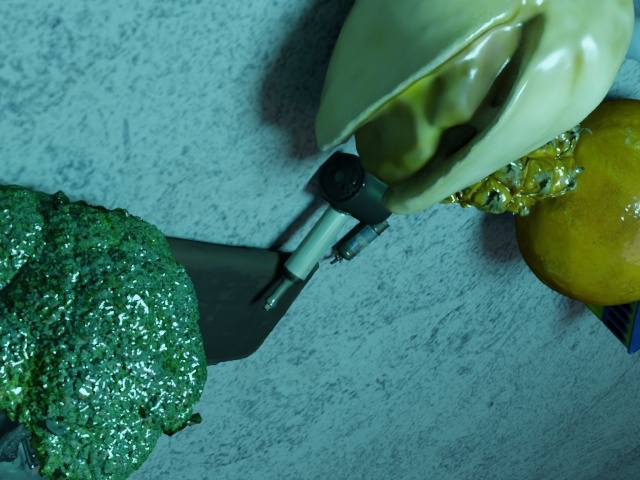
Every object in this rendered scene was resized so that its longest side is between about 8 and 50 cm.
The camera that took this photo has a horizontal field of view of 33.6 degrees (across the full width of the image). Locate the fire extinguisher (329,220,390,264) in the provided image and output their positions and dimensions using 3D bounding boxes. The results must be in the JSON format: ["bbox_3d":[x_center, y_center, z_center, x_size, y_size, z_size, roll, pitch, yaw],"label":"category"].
[{"bbox_3d":[0.045,0.001,1.266,0.083,0.025,0.038,-42,173,4],"label":"fire extinguisher"}]

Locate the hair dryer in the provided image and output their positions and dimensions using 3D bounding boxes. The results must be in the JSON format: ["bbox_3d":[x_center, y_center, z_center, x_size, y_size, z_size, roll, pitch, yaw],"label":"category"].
[{"bbox_3d":[0.000,0.000,1.163,0.198,0.057,0.100,-51,148,4],"label":"hair dryer"}]

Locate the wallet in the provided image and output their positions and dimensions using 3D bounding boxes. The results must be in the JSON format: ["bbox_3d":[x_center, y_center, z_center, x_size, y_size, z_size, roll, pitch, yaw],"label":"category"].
[{"bbox_3d":[-0.140,0.066,1.133,0.309,0.042,0.165,6,126,-52],"label":"wallet"}]

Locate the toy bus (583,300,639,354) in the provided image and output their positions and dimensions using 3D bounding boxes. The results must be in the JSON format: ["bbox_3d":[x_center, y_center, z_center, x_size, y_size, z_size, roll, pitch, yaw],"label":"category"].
[{"bbox_3d":[0.498,0.033,1.657,0.138,0.175,0.288,-32,149,-10],"label":"toy bus"}]

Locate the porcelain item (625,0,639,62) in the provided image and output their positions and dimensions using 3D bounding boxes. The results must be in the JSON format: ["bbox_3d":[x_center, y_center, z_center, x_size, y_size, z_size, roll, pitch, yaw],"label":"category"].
[{"bbox_3d":[0.330,-0.357,0.948,0.242,0.178,0.405,-30,148,-15],"label":"porcelain item"}]

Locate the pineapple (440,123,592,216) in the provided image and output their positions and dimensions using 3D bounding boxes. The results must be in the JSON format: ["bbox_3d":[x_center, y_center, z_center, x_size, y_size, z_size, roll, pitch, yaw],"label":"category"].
[{"bbox_3d":[0.226,-0.122,1.196,0.249,0.140,0.164,-12,139,-33],"label":"pineapple"}]

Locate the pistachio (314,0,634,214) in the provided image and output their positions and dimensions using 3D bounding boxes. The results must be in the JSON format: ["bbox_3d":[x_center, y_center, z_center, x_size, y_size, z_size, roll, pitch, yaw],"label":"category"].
[{"bbox_3d":[0.130,-0.166,0.950,0.321,0.229,0.238,-45,-175,25],"label":"pistachio"}]

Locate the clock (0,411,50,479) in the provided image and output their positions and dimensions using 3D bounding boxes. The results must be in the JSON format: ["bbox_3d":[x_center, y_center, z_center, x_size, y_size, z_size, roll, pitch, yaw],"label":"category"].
[{"bbox_3d":[-0.296,0.207,1.149,0.215,0.042,0.215,-28,147,-19],"label":"clock"}]

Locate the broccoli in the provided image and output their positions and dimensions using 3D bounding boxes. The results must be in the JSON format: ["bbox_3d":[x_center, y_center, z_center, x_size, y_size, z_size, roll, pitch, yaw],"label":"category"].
[{"bbox_3d":[-0.238,0.081,0.905,0.254,0.269,0.269,-40,162,-56],"label":"broccoli"}]

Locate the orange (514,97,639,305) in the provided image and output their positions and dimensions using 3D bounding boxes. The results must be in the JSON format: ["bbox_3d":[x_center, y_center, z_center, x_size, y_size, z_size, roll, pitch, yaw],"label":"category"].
[{"bbox_3d":[0.389,-0.046,1.388,0.284,0.226,0.284,-25,140,-23],"label":"orange"}]
